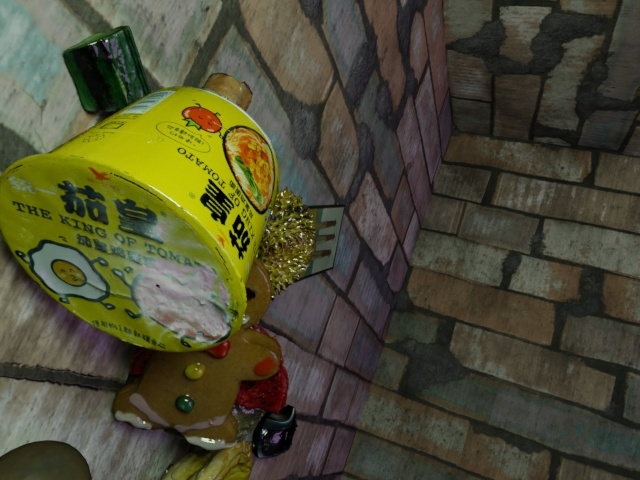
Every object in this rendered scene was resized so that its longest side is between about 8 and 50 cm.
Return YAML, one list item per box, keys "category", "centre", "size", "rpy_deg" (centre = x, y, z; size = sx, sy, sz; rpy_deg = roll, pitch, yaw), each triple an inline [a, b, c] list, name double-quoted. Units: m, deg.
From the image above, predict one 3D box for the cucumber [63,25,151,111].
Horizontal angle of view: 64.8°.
- category: "cucumber"
  centre: [-0.304, -0.250, 0.751]
  size: [0.116, 0.062, 0.115]
  rpy_deg: [-55, 147, -44]

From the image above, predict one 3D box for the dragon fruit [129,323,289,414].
- category: "dragon fruit"
  centre: [-0.187, 0.194, 1.010]
  size: [0.205, 0.316, 0.152]
  rpy_deg: [-61, -165, 27]

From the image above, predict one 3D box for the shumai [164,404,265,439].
- category: "shumai"
  centre: [-0.234, 0.357, 1.120]
  size: [0.218, 0.189, 0.256]
  rpy_deg: [-26, 121, -64]

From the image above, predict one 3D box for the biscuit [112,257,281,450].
- category: "biscuit"
  centre: [-0.213, 0.205, 0.892]
  size: [0.432, 0.283, 0.064]
  rpy_deg: [-62, -165, 23]

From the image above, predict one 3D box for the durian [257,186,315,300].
- category: "durian"
  centre: [-0.151, 0.004, 1.065]
  size: [0.293, 0.258, 0.258]
  rpy_deg: [-27, 128, -47]

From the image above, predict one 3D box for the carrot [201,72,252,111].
- category: "carrot"
  centre: [-0.220, -0.199, 0.922]
  size: [0.102, 0.101, 0.263]
  rpy_deg: [75, 33, -51]

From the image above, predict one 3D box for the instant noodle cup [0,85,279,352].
- category: "instant noodle cup"
  centre: [-0.211, -0.044, 0.690]
  size: [0.254, 0.325, 0.326]
  rpy_deg: [-69, 160, -45]

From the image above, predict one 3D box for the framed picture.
- category: "framed picture"
  centre: [0.000, 0.000, 1.696]
  size: [0.324, 0.013, 0.244]
  rpy_deg: [-12, 114, -65]

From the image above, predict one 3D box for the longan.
- category: "longan"
  centre: [-0.420, 0.381, 0.722]
  size: [0.189, 0.189, 0.189]
  rpy_deg: [-47, 144, -50]

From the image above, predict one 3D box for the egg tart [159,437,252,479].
- category: "egg tart"
  centre: [-0.291, 0.606, 1.175]
  size: [0.345, 0.132, 0.345]
  rpy_deg: [-49, 152, -36]

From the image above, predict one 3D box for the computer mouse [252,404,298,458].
- category: "computer mouse"
  centre: [-0.133, 0.622, 1.642]
  size: [0.233, 0.096, 0.137]
  rpy_deg: [-9, 111, -65]
